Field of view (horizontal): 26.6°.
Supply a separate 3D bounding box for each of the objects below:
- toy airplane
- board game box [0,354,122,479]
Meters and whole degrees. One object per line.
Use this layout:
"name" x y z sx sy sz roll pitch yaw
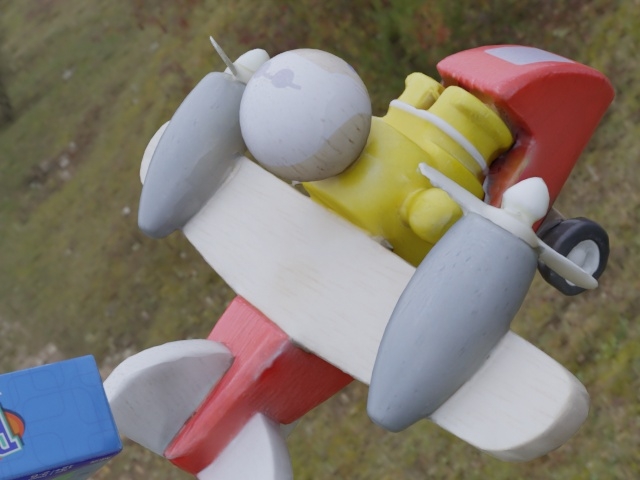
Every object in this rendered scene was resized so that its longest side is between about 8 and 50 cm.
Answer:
"toy airplane" 0.000 0.000 0.926 0.386 0.272 0.384 -8 40 21
"board game box" -0.199 0.120 0.595 0.160 0.047 0.210 -11 -17 -33
